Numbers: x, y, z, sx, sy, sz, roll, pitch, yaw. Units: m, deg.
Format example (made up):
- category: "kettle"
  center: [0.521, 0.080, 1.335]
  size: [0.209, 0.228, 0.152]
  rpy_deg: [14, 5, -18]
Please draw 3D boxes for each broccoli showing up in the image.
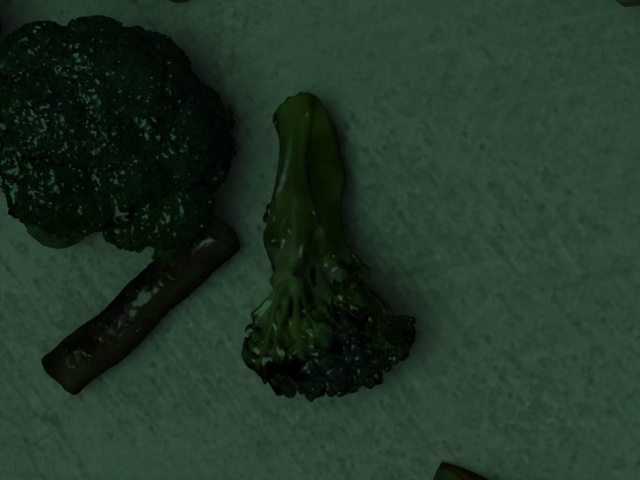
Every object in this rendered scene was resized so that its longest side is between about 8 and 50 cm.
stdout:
- category: "broccoli"
  center: [-0.001, 0.002, 1.813]
  size: [0.165, 0.145, 0.304]
  rpy_deg: [-16, 74, 31]
- category: "broccoli"
  center: [-0.223, -0.086, 1.840]
  size: [0.270, 0.270, 0.270]
  rpy_deg: [50, 139, 13]

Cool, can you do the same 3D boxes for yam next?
- category: "yam"
  center: [-0.187, 0.069, 1.909]
  size: [0.253, 0.061, 0.061]
  rpy_deg: [-42, 77, 18]

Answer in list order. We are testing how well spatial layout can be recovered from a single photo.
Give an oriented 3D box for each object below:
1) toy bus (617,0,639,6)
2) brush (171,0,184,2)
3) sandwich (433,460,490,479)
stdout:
- category: "toy bus"
  center: [0.269, -0.390, 1.682]
  size: [0.097, 0.138, 0.343]
  rpy_deg: [-13, 84, 18]
- category: "brush"
  center: [-0.259, -0.315, 1.929]
  size: [0.296, 0.060, 0.068]
  rpy_deg: [22, 96, 20]
- category: "sandwich"
  center: [0.188, 0.284, 1.791]
  size: [0.163, 0.113, 0.079]
  rpy_deg: [31, 105, 53]
